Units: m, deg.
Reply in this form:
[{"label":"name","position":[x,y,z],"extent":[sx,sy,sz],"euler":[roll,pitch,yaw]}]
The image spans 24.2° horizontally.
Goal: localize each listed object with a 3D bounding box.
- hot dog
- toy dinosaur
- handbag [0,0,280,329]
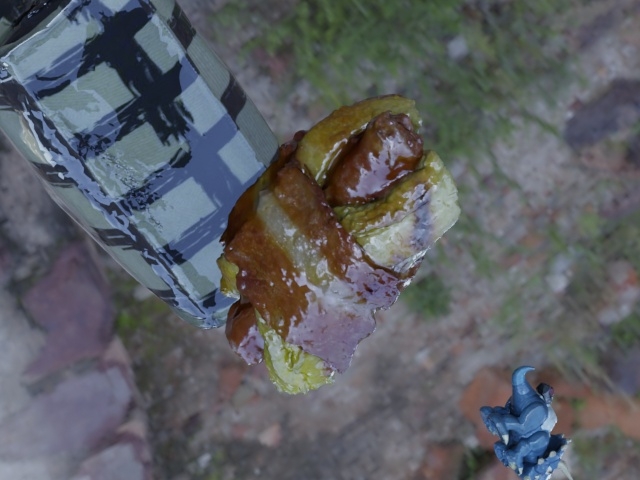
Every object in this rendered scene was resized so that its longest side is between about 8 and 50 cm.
[{"label":"hot dog","position":[0.000,0.000,0.965],"extent":[0.103,0.146,0.213],"euler":[5,128,-37]},{"label":"toy dinosaur","position":[0.132,0.118,0.942],"extent":[0.047,0.030,0.083],"euler":[-29,110,-12]},{"label":"handbag","position":[-0.183,-0.129,1.172],"extent":[0.162,0.327,0.325],"euler":[-40,133,-5]}]
